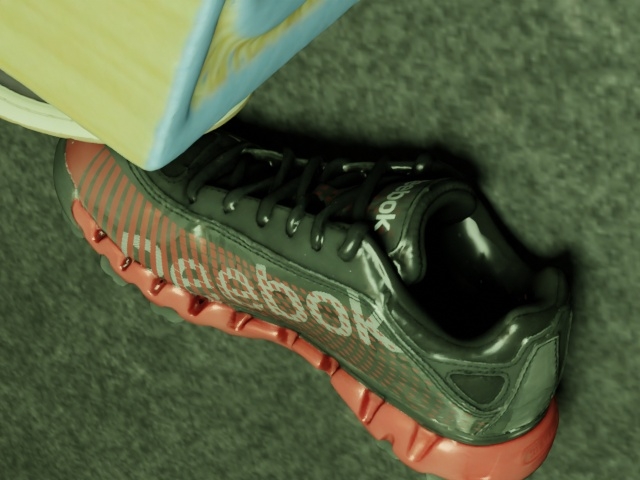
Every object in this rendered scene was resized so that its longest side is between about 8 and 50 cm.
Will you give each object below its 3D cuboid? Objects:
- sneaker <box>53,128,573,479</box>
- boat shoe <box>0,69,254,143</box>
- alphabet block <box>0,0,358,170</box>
[{"bbox_3d":[0.000,0.000,0.866,0.276,0.097,0.135,32,138,11],"label":"sneaker"},{"bbox_3d":[-0.155,-0.135,0.880,0.285,0.103,0.092,29,142,25],"label":"boat shoe"},{"bbox_3d":[-0.067,-0.181,0.704,0.197,0.192,0.193,36,136,11],"label":"alphabet block"}]
